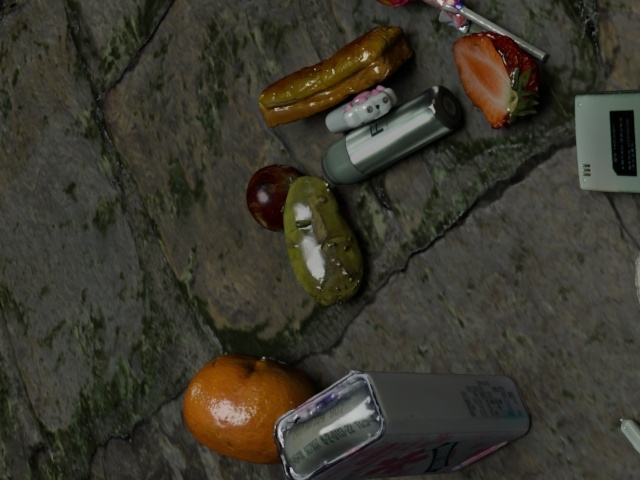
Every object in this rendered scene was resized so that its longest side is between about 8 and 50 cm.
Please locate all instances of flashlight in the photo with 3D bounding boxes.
[{"bbox_3d":[0.058,-0.209,2.141,0.047,0.093,0.200,60,165,-7],"label":"flashlight"}]

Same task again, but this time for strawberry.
[{"bbox_3d":[0.266,-0.247,1.998,0.187,0.082,0.146,48,140,39],"label":"strawberry"}]

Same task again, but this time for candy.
[{"bbox_3d":[0.205,-0.370,2.067,0.365,0.124,0.124,35,108,26],"label":"candy"}]

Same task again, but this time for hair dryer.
[{"bbox_3d":[0.445,0.297,1.803,0.082,0.047,0.137,-53,49,24],"label":"hair dryer"}]

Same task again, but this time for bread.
[{"bbox_3d":[0.023,-0.273,2.196,0.271,0.139,0.077,-21,105,39],"label":"bread"}]

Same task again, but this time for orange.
[{"bbox_3d":[-0.114,0.271,2.181,0.224,0.224,0.170,16,90,41],"label":"orange"}]

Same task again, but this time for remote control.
[{"bbox_3d":[0.456,-0.130,1.747,0.344,0.050,0.145,10,106,62],"label":"remote control"}]

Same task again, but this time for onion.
[{"bbox_3d":[-0.078,-0.073,2.267,0.118,0.118,0.117,-35,67,33],"label":"onion"}]

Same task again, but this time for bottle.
[{"bbox_3d":[0.111,-0.168,2.133,0.254,0.079,0.096,-28,29,35],"label":"bottle"}]

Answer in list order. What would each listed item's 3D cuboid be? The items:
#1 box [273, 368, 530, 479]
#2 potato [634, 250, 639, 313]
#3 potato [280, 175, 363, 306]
[{"bbox_3d":[0.118,0.261,1.876,0.190,0.370,0.112,-37,61,31],"label":"box"},{"bbox_3d":[0.544,0.085,1.695,0.299,0.116,0.239,48,125,21],"label":"potato"},{"bbox_3d":[0.000,0.000,2.183,0.117,0.090,0.225,-17,77,-2],"label":"potato"}]
